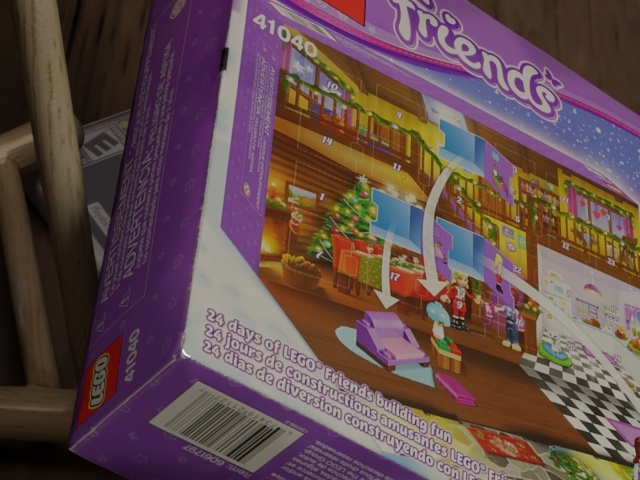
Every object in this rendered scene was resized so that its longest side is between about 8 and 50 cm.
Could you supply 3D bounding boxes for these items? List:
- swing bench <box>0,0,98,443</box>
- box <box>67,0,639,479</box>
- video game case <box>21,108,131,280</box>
[{"bbox_3d":[-0.199,-0.044,0.579,0.255,0.253,0.165,-11,51,-8],"label":"swing bench"},{"bbox_3d":[0.072,0.033,0.580,0.293,0.057,0.201,30,42,-24],"label":"box"},{"bbox_3d":[0.000,0.000,0.729,0.173,0.022,0.190,-22,52,-25],"label":"video game case"}]
